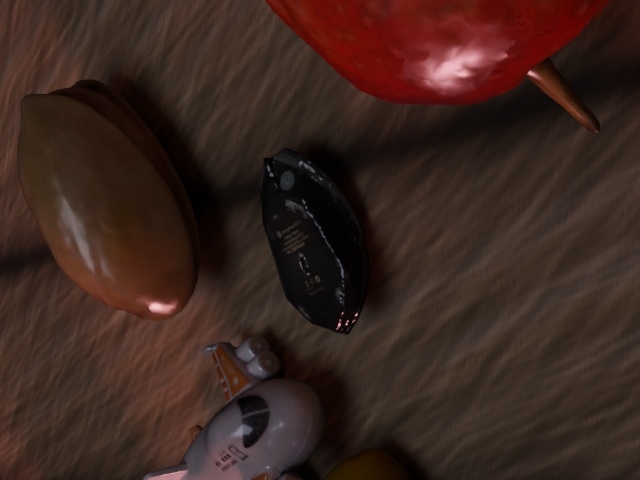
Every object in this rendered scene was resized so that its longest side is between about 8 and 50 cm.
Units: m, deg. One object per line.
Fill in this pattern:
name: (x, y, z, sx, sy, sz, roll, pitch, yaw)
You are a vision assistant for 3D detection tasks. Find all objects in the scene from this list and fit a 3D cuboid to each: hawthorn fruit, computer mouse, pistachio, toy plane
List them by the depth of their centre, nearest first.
hawthorn fruit: (0.097, -0.205, 0.836, 0.330, 0.287, 0.287, 53, 143, -10)
computer mouse: (0.000, 0.000, 1.199, 0.106, 0.062, 0.192, -25, 85, 53)
toy plane: (-0.090, 0.225, 1.335, 0.244, 0.117, 0.245, -17, 69, 50)
pistachio: (-0.236, -0.042, 1.370, 0.181, 0.162, 0.293, -30, 82, 35)

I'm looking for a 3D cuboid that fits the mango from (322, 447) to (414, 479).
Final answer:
mango: (0.060, 0.350, 1.250, 0.130, 0.167, 0.262, 86, 168, -86)
